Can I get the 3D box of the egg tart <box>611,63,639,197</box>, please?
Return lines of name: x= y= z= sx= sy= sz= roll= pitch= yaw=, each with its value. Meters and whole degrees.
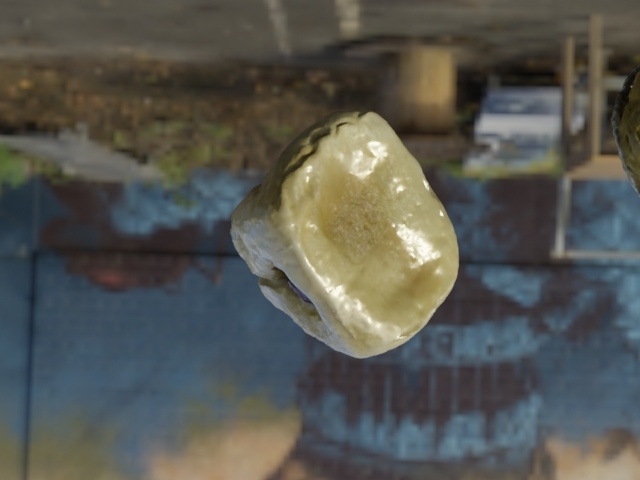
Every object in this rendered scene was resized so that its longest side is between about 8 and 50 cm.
egg tart: x=0.324 y=-0.051 z=1.366 sx=0.234 sy=0.234 sz=0.094 roll=3 pitch=146 yaw=-17

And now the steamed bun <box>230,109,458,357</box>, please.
steamed bun: x=0.000 y=0.000 z=1.384 sx=0.141 sy=0.172 sz=0.155 roll=-40 pitch=-164 yaw=-29
